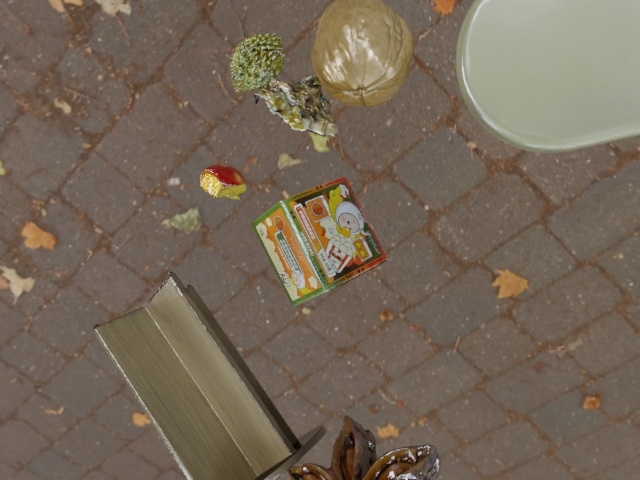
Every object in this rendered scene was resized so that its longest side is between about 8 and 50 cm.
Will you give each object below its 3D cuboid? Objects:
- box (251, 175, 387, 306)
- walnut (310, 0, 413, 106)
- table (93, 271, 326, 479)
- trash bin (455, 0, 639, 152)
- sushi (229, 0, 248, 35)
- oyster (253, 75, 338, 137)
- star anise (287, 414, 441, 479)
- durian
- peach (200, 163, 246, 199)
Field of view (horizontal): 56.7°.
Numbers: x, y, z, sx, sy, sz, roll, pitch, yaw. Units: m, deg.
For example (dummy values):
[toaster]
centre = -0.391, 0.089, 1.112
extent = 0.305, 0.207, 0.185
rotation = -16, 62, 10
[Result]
[box]
centre = 0.000, 0.000, 1.197
extent = 0.148, 0.177, 0.195
rotation = -30, 85, 53
[walnut]
centre = 0.108, -0.505, 1.572
extent = 0.252, 0.313, 0.277
rotation = -25, 142, 39
[table]
centre = -0.125, 0.158, 0.626
extent = 0.167, 0.167, 0.227
rotation = -42, 79, 29
[trash bin]
centre = 0.234, -0.145, 0.433
extent = 0.243, 0.247, 0.121
rotation = -12, 97, 22
[sushi]
centre = -0.203, -0.577, 1.004
extent = 0.064, 0.359, 0.343
rotation = -26, 137, 5
[oyster]
centre = -0.037, -0.300, 1.311
extent = 0.223, 0.214, 0.083
rotation = 43, 123, 24
[star anise]
centre = 0.063, 0.338, 0.788
extent = 0.214, 0.220, 0.099
rotation = -23, 121, -4
[durian]
centre = -0.157, -0.466, 1.564
extent = 0.186, 0.108, 0.119
rotation = -40, 143, -3
[peach]
centre = -0.320, -0.195, 1.968
extent = 0.151, 0.151, 0.118
rotation = -16, 78, 17
